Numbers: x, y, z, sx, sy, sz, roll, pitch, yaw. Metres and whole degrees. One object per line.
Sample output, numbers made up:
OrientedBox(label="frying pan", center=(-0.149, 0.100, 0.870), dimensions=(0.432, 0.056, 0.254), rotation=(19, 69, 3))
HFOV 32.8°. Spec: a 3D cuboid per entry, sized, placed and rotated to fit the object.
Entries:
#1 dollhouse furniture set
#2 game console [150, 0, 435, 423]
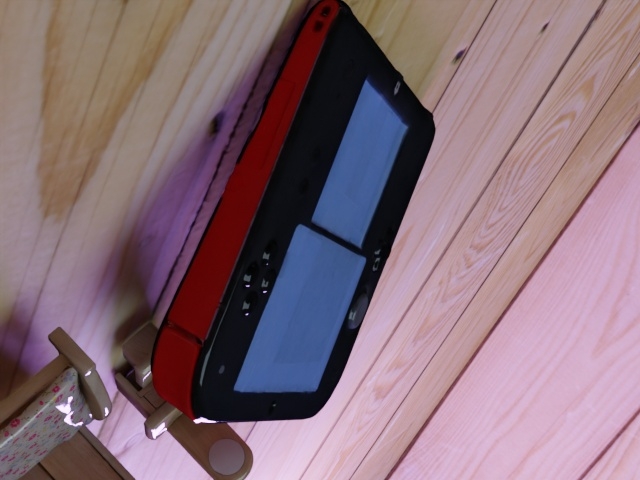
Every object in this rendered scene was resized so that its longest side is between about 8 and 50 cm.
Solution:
OrientedBox(label="dollhouse furniture set", center=(-0.170, 0.184, 0.831), dimensions=(0.303, 0.174, 0.355), rotation=(-42, 169, -21))
OrientedBox(label="game console", center=(0.000, 0.000, 0.978), dimensions=(0.342, 0.060, 0.386), rotation=(-64, 162, 0))
